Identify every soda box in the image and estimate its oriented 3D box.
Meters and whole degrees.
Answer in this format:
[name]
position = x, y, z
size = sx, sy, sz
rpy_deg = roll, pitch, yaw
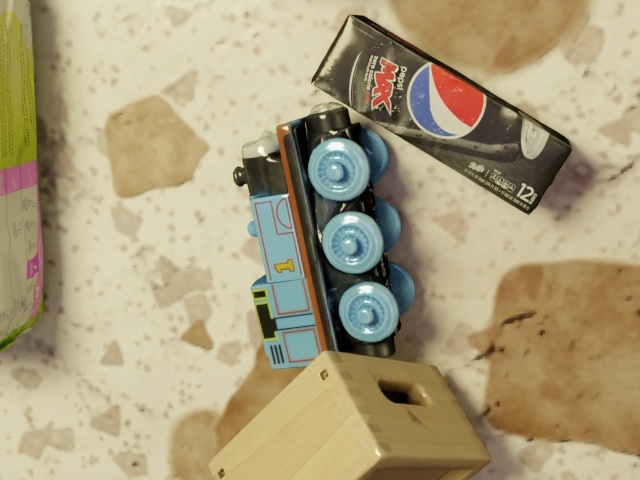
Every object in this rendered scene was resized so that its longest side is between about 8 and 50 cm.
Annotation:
[soda box]
position = 0.081, -0.085, 0.708
size = 0.169, 0.060, 0.053
rpy_deg = 31, 105, 3

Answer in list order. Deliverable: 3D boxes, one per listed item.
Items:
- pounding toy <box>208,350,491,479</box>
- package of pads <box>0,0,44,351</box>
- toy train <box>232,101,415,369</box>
[pounding toy]
position = 0.010, 0.176, 0.756
size = 0.206, 0.181, 0.094
rpy_deg = -46, 55, 24
[package of pads]
position = -0.319, -0.066, 0.768
size = 0.229, 0.101, 0.297
rpy_deg = 2, 103, 11
[toy train]
position = 0.000, 0.000, 0.735
size = 0.105, 0.080, 0.184
rpy_deg = -9, 100, 19
